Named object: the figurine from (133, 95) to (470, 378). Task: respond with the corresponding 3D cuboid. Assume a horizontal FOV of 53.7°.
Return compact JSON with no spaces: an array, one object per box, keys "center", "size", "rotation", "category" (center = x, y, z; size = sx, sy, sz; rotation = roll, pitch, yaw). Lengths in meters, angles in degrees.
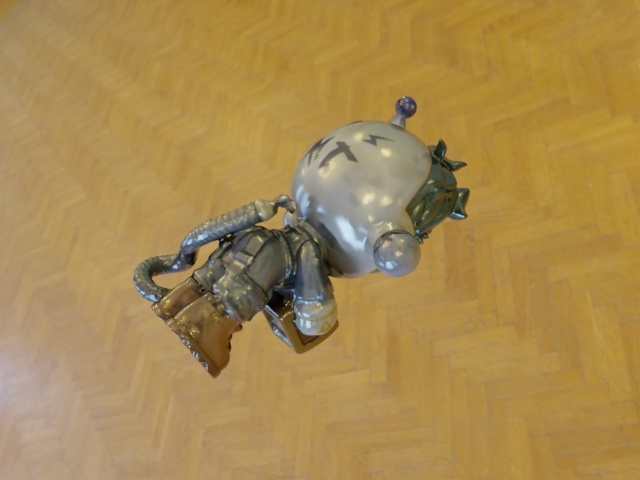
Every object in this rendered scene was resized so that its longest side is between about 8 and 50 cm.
[{"center":[0.003,0.002,0.723],"size":[0.382,0.186,0.261],"rotation":[-41,42,-15],"category":"figurine"}]
